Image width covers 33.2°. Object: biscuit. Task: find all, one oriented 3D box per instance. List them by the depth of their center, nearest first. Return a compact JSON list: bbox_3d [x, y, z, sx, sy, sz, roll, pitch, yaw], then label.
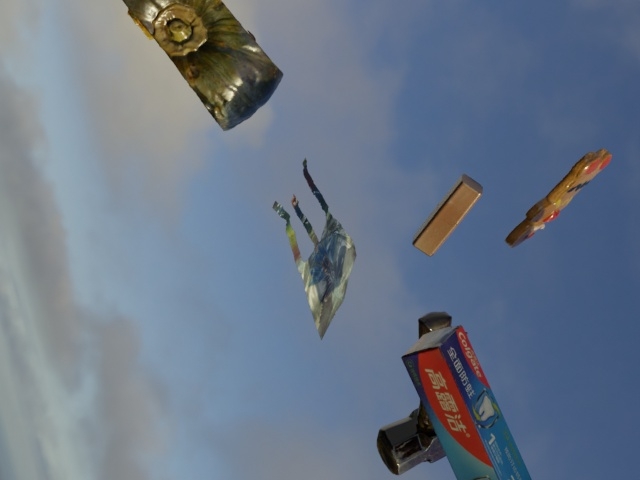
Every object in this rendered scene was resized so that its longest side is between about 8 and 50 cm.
[{"bbox_3d":[0.430,-0.070,1.950,0.036,0.165,0.250,49,-61,14],"label":"biscuit"}]

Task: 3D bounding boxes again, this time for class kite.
[{"bbox_3d":[-0.002,0.000,1.621,0.015,0.169,0.310,10,-37,24],"label":"kite"}]

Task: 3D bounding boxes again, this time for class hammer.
[{"bbox_3d":[0.222,0.277,2.092,0.095,0.243,0.408,52,-23,43],"label":"hammer"}]

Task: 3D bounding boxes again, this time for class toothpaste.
[{"bbox_3d":[0.208,0.270,1.395,0.066,0.076,0.320,-21,-83,35],"label":"toothpaste"}]

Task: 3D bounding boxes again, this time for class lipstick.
[{"bbox_3d":[0.215,-0.042,1.823,0.145,0.045,0.045,-53,-174,25],"label":"lipstick"}]

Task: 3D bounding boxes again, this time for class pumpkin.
[{"bbox_3d":[-0.184,-0.317,1.698,0.280,0.139,0.190,53,3,-4],"label":"pumpkin"}]
